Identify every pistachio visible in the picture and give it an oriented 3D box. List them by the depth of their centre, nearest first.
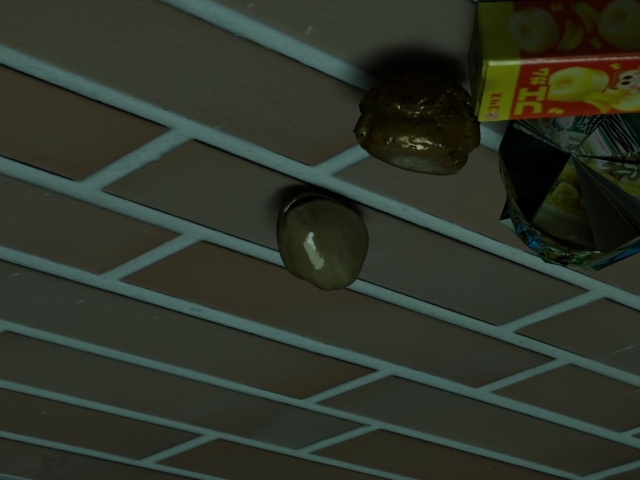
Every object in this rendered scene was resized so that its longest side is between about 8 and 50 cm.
[{"bbox_3d":[0.000,0.000,2.431,0.126,0.108,0.185,-35,141,9],"label":"pistachio"}]

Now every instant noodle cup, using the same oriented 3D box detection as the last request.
[{"bbox_3d":[0.331,-0.072,2.198,0.240,0.240,0.178,-5,165,1],"label":"instant noodle cup"}]

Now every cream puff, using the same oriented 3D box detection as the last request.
[{"bbox_3d":[0.120,-0.146,2.103,0.150,0.115,0.165,7,171,7],"label":"cream puff"}]

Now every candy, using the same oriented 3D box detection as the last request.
[{"bbox_3d":[0.314,-0.212,2.024,0.276,0.088,0.146,-4,157,-1],"label":"candy"}]
